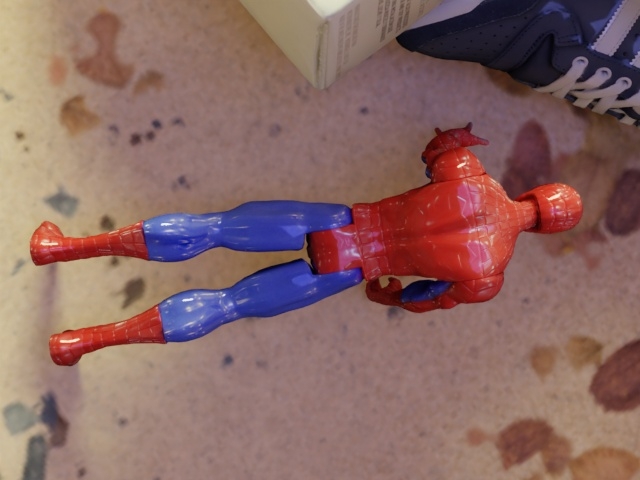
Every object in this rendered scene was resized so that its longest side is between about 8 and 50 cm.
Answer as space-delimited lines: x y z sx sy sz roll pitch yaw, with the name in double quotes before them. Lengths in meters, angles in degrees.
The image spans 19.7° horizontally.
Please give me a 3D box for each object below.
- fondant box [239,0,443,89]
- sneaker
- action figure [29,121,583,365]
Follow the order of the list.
"fondant box" 0.053 -0.270 0.945 0.330 0.096 0.238 -38 76 -13
"sneaker" 0.177 -0.085 1.022 0.282 0.099 0.153 -7 91 -18
"action figure" 0.000 0.000 0.988 0.280 0.139 0.092 -9 96 7
